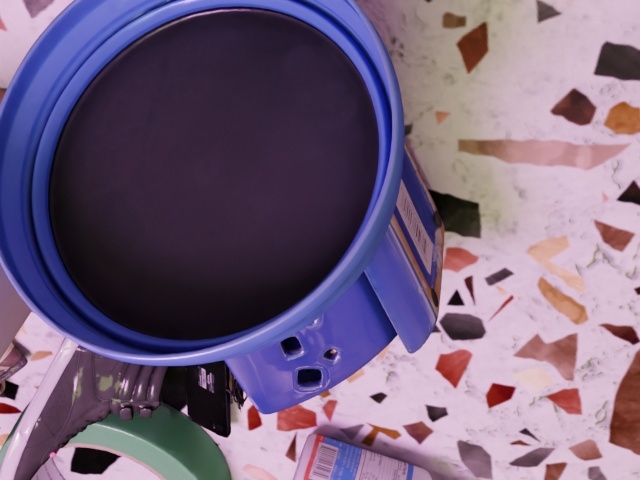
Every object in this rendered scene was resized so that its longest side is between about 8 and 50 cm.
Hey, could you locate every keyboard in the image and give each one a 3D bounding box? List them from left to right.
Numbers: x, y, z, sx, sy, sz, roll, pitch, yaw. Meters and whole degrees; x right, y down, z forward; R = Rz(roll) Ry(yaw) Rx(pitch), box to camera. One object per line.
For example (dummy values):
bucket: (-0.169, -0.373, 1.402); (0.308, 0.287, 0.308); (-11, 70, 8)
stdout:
keyboard: (-0.128, 0.172, 1.473); (0.100, 0.038, 0.192); (25, 134, 26)

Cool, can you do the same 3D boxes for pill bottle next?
pill bottle: (0.071, 0.337, 1.476); (0.221, 0.124, 0.124); (19, 129, 1)

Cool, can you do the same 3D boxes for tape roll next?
tape roll: (-0.287, 0.340, 1.607); (0.321, 0.077, 0.321); (7, 128, 9)

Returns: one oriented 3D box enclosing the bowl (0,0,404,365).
bowl: (-0.112, -0.076, 1.035); (0.391, 0.391, 0.077); (-2, 162, 17)

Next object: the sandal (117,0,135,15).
sandal: (-0.199, -0.237, 1.157); (0.180, 0.072, 0.049); (-36, 132, 29)

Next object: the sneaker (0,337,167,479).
sneaker: (-0.285, 0.214, 1.434); (0.147, 0.104, 0.296); (29, 96, -10)

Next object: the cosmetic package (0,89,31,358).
cosmetic package: (-0.346, -0.024, 1.203); (0.153, 0.296, 0.129); (11, 130, 6)

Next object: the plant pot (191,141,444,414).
plant pot: (0.000, 0.000, 1.176); (0.212, 0.236, 0.236); (-17, 120, 19)

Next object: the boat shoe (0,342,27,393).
boat shoe: (-0.447, 0.190, 1.549); (0.049, 0.056, 0.152); (42, 126, -11)
